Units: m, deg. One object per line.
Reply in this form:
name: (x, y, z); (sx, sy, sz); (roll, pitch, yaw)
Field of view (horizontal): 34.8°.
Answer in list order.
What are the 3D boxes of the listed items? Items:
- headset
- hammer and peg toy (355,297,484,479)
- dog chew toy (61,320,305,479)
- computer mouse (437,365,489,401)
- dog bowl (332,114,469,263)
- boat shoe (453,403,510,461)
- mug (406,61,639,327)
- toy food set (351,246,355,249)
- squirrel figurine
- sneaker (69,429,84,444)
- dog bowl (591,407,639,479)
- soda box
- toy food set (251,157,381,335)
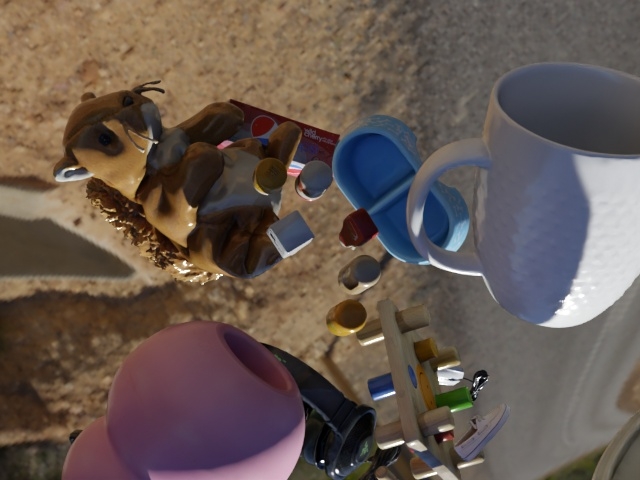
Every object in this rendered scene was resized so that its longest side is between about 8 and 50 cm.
headset: (0.005, 0.292, 1.694); (0.243, 0.394, 0.185); (6, -131, 47)
hammer and peg toy: (0.172, 0.294, 1.650); (0.127, 0.361, 0.266); (-19, 146, 14)
dog chew toy: (-0.169, 0.244, 1.060); (0.332, 0.206, 0.207); (-50, 163, 9)
computer mouse: (0.293, 0.315, 2.372); (0.042, 0.193, 0.106); (-77, -169, -49)
dog bowl: (0.135, -0.084, 1.804); (0.166, 0.297, 0.074); (-37, 180, 19)
boat shoe: (0.225, 0.262, 1.430); (0.100, 0.035, 0.035); (-46, -175, -10)
mug: (0.308, -0.050, 1.468); (0.374, 0.276, 0.328); (-1, 125, -9)
toy food set: (0.111, -0.039, 2.502); (0.122, 0.019, 0.078); (-56, 178, -34)
squirrel figurine: (-0.276, -0.090, 1.728); (0.371, 0.280, 0.397); (23, 147, -23)
sneaker: (-0.473, 0.451, 2.073); (0.089, 0.170, 0.051); (-37, 141, -42)
dog bowl: (0.674, 0.391, 1.789); (0.408, 0.150, 0.408); (-44, -177, 3)
soda box: (-0.091, -0.196, 2.039); (0.263, 0.092, 0.083); (16, 162, -31)
toy food set: (0.000, 0.000, 1.257); (0.111, 0.232, 0.104); (-33, 177, -15)
